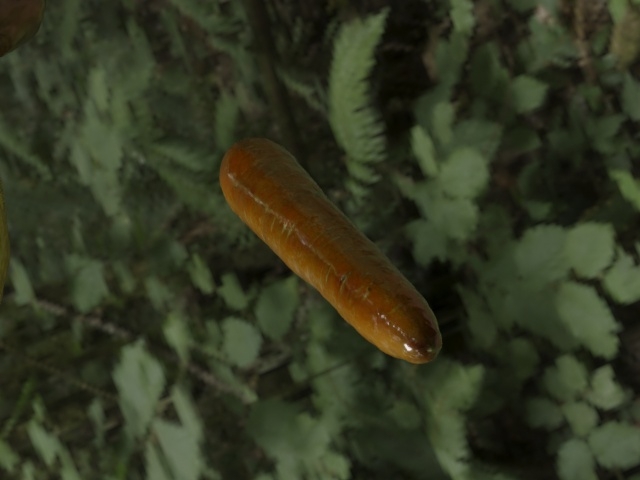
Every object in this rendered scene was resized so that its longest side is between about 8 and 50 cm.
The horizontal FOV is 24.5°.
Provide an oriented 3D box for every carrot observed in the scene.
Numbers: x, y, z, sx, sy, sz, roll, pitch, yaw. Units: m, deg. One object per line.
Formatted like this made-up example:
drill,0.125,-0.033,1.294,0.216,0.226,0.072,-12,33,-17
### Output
carrot,0.000,0.000,0.695,0.248,0.043,0.043,-135,26,-61

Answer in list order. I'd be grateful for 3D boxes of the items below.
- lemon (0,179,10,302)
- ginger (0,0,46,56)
lemon,-0.310,0.012,0.827,0.245,0.245,0.320,68,-156,-1
ginger,-0.270,-0.257,0.871,0.357,0.152,0.274,46,-141,-47
